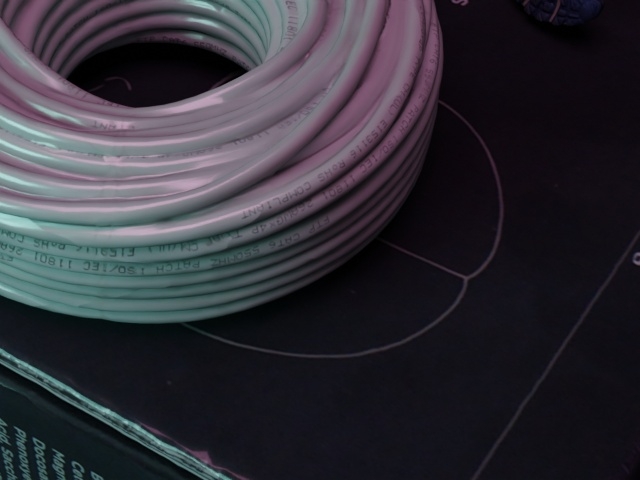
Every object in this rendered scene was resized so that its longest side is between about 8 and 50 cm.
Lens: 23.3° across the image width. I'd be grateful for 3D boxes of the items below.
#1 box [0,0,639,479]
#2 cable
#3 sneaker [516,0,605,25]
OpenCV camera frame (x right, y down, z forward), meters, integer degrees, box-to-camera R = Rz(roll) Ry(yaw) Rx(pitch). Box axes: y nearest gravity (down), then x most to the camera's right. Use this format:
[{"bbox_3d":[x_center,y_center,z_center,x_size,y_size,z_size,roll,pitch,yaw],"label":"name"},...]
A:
[{"bbox_3d":[0.000,0.000,0.865,0.472,0.297,0.480,26,53,22],"label":"box"},{"bbox_3d":[-0.074,-0.080,0.687,0.257,0.089,0.257,-4,50,-4],"label":"cable"},{"bbox_3d":[0.118,-0.163,0.790,0.058,0.052,0.135,-11,52,-20],"label":"sneaker"}]
